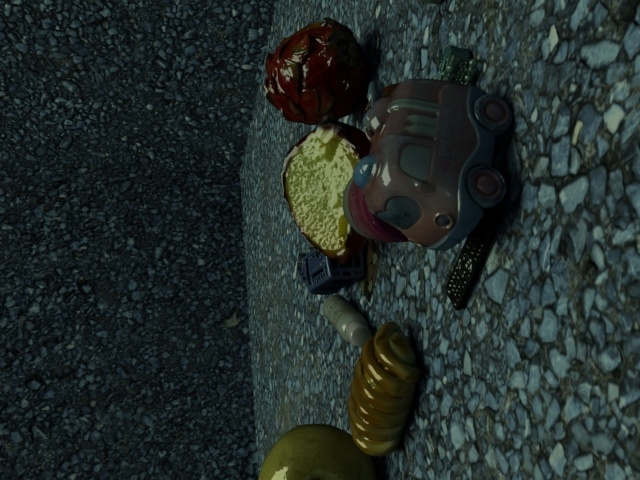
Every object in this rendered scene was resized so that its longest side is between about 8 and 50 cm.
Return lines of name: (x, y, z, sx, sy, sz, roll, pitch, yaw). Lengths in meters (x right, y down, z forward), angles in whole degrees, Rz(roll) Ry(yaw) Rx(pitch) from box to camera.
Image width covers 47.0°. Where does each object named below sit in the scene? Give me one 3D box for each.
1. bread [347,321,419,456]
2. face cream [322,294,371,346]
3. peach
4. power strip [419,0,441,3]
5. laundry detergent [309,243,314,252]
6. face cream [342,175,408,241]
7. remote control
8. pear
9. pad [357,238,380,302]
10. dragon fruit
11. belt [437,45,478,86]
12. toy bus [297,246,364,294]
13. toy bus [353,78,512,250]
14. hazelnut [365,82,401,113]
bread: (0.131, 0.346, 1.641, 0.172, 0.121, 0.311, -111, 26, -55)
face cream: (0.072, 0.218, 1.978, 0.269, 0.082, 0.081, -136, 50, -72)
peach: (0.059, -0.120, 1.868, 0.258, 0.201, 0.361, -18, 82, 32)
power strip: (0.217, -0.574, 1.591, 0.288, 0.053, 0.093, -114, 31, -59)
laundry detergent: (0.000, 0.000, 2.321, 0.099, 0.070, 0.225, 132, 138, -78)
face cream: (0.148, -0.083, 1.535, 0.195, 0.175, 0.175, 177, 95, -74)
remote control: (0.275, 0.024, 1.319, 0.063, 0.025, 0.245, -104, 22, -47)
pear: (-0.005, 0.599, 1.806, 0.309, 0.310, 0.309, -178, 90, -76)
pad: (0.116, 0.047, 1.990, 0.235, 0.003, 0.158, -115, 30, -61)
dragon fruit: (-0.009, -0.456, 2.030, 0.343, 0.278, 0.277, -11, 75, 44)
belt: (0.249, -0.277, 1.413, 0.100, 0.065, 0.179, -95, 12, -60)
toy bus: (0.027, 0.076, 2.073, 0.292, 0.126, 0.133, 141, 126, -69)
toy bus: (0.176, -0.140, 1.265, 0.197, 0.232, 0.294, 132, 151, -68)
hazelnut: (0.171, -0.262, 1.594, 0.143, 0.143, 0.154, 131, 132, -68)
